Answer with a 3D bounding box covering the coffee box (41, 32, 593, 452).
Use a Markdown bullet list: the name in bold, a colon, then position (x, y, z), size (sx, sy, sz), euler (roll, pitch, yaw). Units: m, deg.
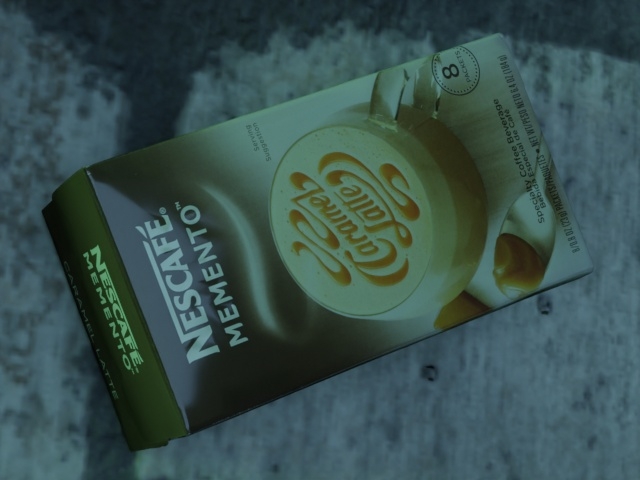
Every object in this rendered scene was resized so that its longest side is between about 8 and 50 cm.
- **coffee box**: position (0.000, 0.000, 0.813), size (0.246, 0.098, 0.141), euler (-21, 88, -25)
